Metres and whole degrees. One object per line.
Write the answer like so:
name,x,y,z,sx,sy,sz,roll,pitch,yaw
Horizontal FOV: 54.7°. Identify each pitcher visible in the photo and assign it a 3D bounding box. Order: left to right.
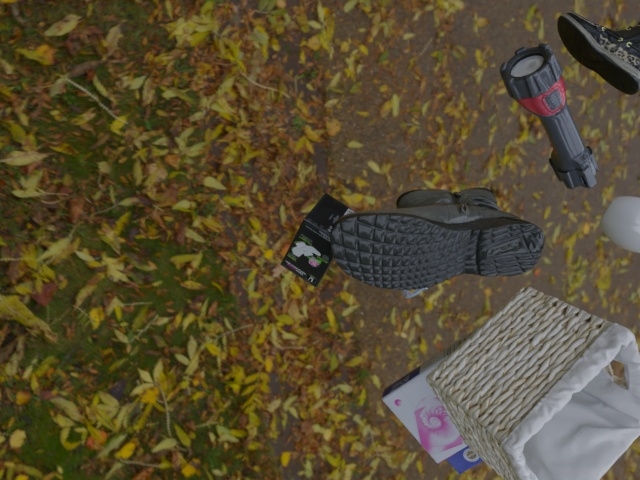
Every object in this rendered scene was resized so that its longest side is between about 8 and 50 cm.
pitcher,0.795,-0.029,1.482,0.177,0.207,0.126,-23,137,-47

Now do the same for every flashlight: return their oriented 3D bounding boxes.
flashlight,0.442,-0.227,1.181,0.304,0.103,0.103,47,55,-38

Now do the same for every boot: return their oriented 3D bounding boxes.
boot,0.117,-0.015,0.720,0.246,0.161,0.084,0,112,-13
boot,0.645,-0.438,1.319,0.178,0.236,0.085,-37,158,-3

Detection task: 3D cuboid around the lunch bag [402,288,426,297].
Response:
lunch bag,0.163,0.050,1.054,0.053,0.071,0.083,10,65,-17

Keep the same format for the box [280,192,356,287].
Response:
box,0.000,0.000,0.716,0.062,0.052,0.083,-53,175,-47

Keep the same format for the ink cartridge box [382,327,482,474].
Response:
ink cartridge box,0.387,0.443,1.621,0.330,0.324,0.071,49,22,-3

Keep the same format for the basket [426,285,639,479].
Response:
basket,0.451,0.322,1.265,0.331,0.266,0.328,-40,127,-10
